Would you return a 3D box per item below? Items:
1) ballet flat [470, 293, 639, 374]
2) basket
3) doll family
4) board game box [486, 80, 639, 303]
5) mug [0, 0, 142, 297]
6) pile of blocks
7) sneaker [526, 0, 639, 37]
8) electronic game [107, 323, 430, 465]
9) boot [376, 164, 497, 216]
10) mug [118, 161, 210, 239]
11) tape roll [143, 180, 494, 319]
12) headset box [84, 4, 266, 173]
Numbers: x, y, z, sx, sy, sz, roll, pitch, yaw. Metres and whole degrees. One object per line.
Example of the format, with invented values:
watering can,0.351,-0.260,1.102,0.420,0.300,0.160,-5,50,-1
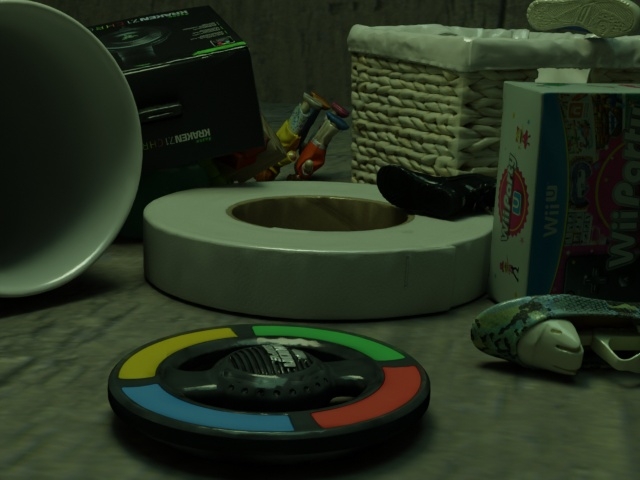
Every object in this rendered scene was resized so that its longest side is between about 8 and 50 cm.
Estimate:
ballet flat,0.219,0.081,0.846,0.188,0.070,0.070,-3,13,-3
basket,0.245,-0.166,1.469,0.328,0.266,0.331,-4,14,-25
doll family,-0.045,-0.156,1.660,0.118,0.163,0.263,34,12,-4
board game box,0.328,-0.043,1.035,0.303,0.224,0.097,-2,16,-13
mug,-0.418,-0.065,1.039,0.328,0.276,0.374,6,43,43
pile of blocks,-0.223,-0.093,1.449,0.362,0.149,0.112,-8,33,-4
sneaker,0.350,-0.293,1.331,0.152,0.058,0.085,9,26,39
electronic game,-0.036,0.101,0.747,0.229,0.048,0.229,2,12,0
boot,0.136,-0.059,1.165,0.121,0.045,0.099,23,26,40
mug,-0.219,-0.062,1.327,0.158,0.097,0.129,0,13,-8
tape roll,0.000,0.000,1.145,0.392,0.072,0.392,2,13,-1
headset box,-0.220,-0.185,1.305,0.246,0.131,0.283,-13,26,-11
